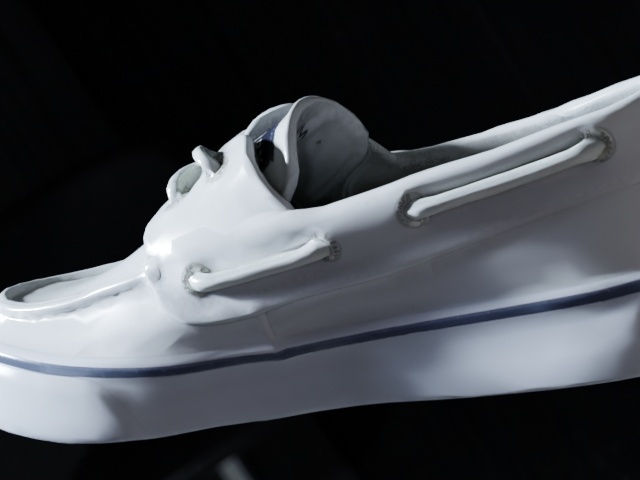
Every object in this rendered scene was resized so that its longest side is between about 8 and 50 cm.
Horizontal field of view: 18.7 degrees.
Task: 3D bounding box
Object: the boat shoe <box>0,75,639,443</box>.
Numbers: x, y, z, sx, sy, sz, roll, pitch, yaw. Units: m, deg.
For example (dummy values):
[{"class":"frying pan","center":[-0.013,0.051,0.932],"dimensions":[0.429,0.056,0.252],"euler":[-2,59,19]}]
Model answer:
[{"class":"boat shoe","center":[0.000,0.000,0.563],"dimensions":[0.258,0.084,0.095],"euler":[-10,12,25]}]
